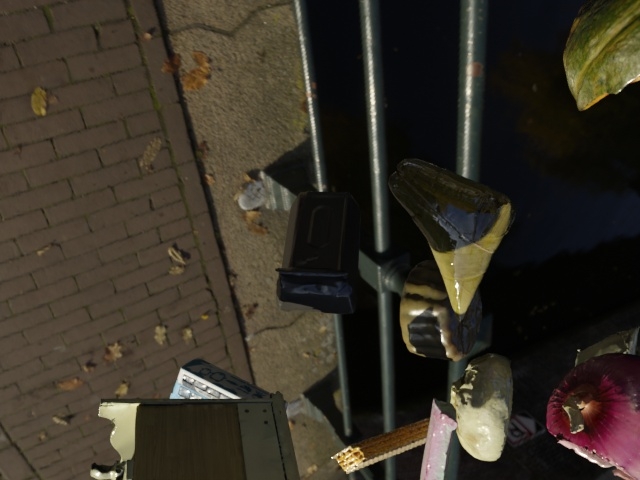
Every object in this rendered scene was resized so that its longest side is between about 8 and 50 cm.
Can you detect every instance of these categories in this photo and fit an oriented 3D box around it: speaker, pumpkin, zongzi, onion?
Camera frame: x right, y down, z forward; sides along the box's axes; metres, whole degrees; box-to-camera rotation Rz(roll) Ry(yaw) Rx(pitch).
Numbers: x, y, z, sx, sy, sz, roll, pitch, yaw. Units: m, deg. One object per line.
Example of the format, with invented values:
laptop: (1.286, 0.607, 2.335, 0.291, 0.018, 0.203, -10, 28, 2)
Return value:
speaker: (0.000, 0.000, 1.303, 0.180, 0.388, 0.184, 2, 132, 3)
pumpkin: (0.357, -0.247, 0.561, 0.279, 0.163, 0.111, -31, 90, -12)
zongzi: (0.250, -0.006, 1.293, 0.145, 0.274, 0.299, -14, 127, -64)
onion: (0.450, 0.256, 0.871, 0.201, 0.200, 0.207, -40, 161, -8)

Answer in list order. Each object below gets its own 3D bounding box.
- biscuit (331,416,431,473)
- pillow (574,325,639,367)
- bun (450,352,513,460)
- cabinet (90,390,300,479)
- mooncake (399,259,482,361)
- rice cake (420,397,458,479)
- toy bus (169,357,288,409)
biscuit: (0.194, 0.544, 1.567, 0.379, 0.054, 0.094, 2, 141, -46)
pillow: (0.547, 0.252, 1.127, 0.134, 0.078, 0.181, -52, 178, -29)
bun: (0.408, 0.422, 1.504, 0.146, 0.287, 0.287, 7, 120, 13)
cabinet: (-0.216, 0.434, 0.959, 0.318, 0.290, 0.227, 5, 124, -19)
mooncake: (0.354, 0.198, 1.673, 0.290, 0.161, 0.290, -8, 100, -53)
rice cake: (0.225, 0.449, 1.140, 0.051, 0.081, 0.290, 3, 106, -8)
toy bus: (-0.234, 0.422, 1.499, 0.106, 0.297, 0.130, -20, 129, -69)
